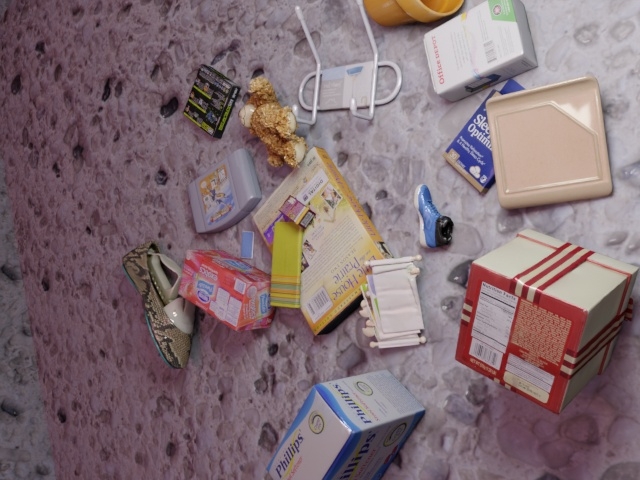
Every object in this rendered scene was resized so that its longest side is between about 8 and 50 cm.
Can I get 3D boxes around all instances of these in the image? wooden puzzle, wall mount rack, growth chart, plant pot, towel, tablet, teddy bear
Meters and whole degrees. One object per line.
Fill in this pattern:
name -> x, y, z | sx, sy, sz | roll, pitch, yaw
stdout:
wooden puzzle -> 0.463, -0.193, 1.235 | 0.220, 0.044, 0.239 | -7, 95, 32
wall mount rack -> 0.041, -0.463, 1.581 | 0.350, 0.130, 0.304 | 4, 91, 40
growth chart -> 0.172, 0.152, 1.464 | 0.172, 0.021, 0.237 | -2, 101, 28
plant pot -> 0.204, -0.596, 1.416 | 0.188, 0.205, 0.205 | -5, 85, 56
towel -> -0.090, 0.066, 1.665 | 0.102, 0.021, 0.237 | 2, 88, 36
tablet -> -0.226, 0.013, 1.873 | 0.054, 0.006, 0.083 | 4, 90, 41
teddy bear -> -0.141, -0.319, 1.675 | 0.113, 0.245, 0.338 | -28, 54, -10

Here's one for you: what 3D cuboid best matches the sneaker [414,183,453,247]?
sneaker -> 0.270, -0.060, 1.411 | 0.084, 0.058, 0.152 | -6, 89, 46

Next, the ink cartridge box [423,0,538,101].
ink cartridge box -> 0.349, -0.422, 1.337 | 0.212, 0.093, 0.154 | -18, 76, 37

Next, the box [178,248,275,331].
box -> -0.277, 0.143, 1.822 | 0.300, 0.142, 0.154 | 22, 103, 40

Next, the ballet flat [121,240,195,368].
ballet flat -> -0.522, 0.190, 2.040 | 0.182, 0.164, 0.483 | -39, 61, 10

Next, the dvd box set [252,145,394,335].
dvd box set -> 0.000, 0.000, 1.643 | 0.307, 0.062, 0.420 | -47, 60, 29

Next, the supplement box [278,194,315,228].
supplement box -> -0.063, -0.077, 1.622 | 0.083, 0.043, 0.055 | 39, 94, 36

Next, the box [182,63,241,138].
box -> -0.359, -0.457, 1.984 | 0.190, 0.045, 0.184 | 38, 115, 34

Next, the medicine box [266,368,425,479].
medicine box -> 0.062, 0.464, 1.418 | 0.149, 0.289, 0.264 | 42, 114, 34

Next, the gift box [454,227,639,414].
gift box -> 0.418, 0.149, 1.156 | 0.255, 0.258, 0.276 | 30, 127, 35

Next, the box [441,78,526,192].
box -> 0.385, -0.234, 1.337 | 0.136, 0.036, 0.225 | 51, 118, 30

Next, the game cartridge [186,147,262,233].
game cartridge -> -0.312, -0.141, 1.925 | 0.297, 0.062, 0.198 | -28, 66, 37
